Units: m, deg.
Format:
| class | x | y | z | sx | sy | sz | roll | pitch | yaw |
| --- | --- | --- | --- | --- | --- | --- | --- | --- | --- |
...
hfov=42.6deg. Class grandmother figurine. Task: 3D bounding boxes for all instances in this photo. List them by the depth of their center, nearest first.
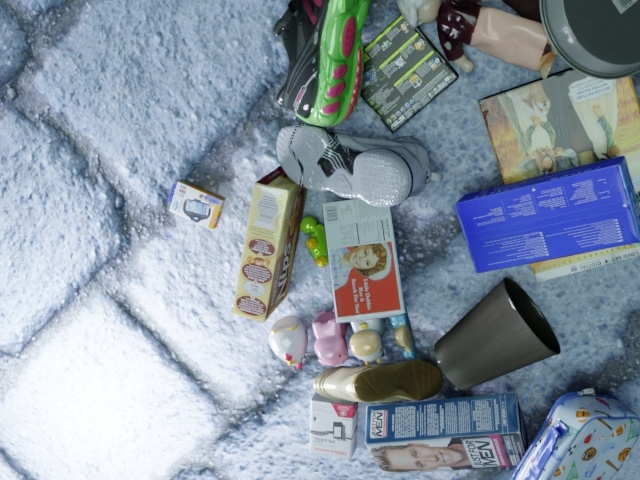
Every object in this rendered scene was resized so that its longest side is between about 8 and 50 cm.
| class | x | y | z | sx | sy | sz | roll | pitch | yaw |
| --- | --- | --- | --- | --- | --- | --- | --- | --- | --- |
| grandmother figurine | 0.315 | -0.434 | 1.664 | 0.342 | 0.104 | 0.208 | 24 | 129 | 7 |

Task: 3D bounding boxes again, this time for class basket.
| class | x | y | z | sx | sy | sz | roll | pitch | yaw |
| --- | --- | --- | --- | --- | --- | --- | --- | --- | --- |
| basket | 0.380 | 0.224 | 1.833 | 0.227 | 0.154 | 0.204 | -37 | 93 | 24 |

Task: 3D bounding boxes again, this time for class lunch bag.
| class | x | y | z | sx | sy | sz | roll | pitch | yaw |
| --- | --- | --- | --- | --- | --- | --- | --- | --- | --- |
| lunch bag | 0.559 | 0.467 | 1.814 | 0.243 | 0.115 | 0.304 | 9 | 112 | -34 |

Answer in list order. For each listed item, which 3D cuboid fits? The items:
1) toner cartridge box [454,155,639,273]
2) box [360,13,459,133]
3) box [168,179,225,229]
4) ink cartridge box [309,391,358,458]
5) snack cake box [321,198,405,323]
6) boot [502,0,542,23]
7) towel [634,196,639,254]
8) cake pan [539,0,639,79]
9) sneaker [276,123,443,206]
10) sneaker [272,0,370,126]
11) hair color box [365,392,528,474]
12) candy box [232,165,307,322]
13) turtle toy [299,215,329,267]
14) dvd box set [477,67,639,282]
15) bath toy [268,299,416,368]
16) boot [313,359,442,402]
| class | x | y | z | sx | sy | sz | roll | pitch | yaw |
| --- | --- | --- | --- | --- | --- | --- | --- | --- | --- |
| toner cartridge box | 0.466 | -0.048 | 1.686 | 0.347 | 0.075 | 0.165 | -13 | 104 | 31 |
| box | 0.170 | -0.360 | 1.772 | 0.190 | 0.045 | 0.184 | -40 | 91 | 22 |
| box | -0.305 | -0.090 | 1.979 | 0.136 | 0.028 | 0.081 | 22 | 110 | 5 |
| ink cartridge box | 0.033 | 0.457 | 2.031 | 0.109 | 0.063 | 0.151 | 5 | 107 | 13 |
| snack cake box | 0.093 | 0.042 | 1.815 | 0.152 | 0.089 | 0.265 | -7 | 80 | 0 |
| boot | 0.393 | -0.491 | 1.656 | 0.248 | 0.090 | 0.207 | -19 | 115 | 35 |
| towel | 0.790 | 0.011 | 1.678 | 0.247 | 0.038 | 0.325 | -33 | 100 | 4 |
| cake pan | 0.563 | -0.458 | 1.566 | 0.293 | 0.054 | 0.293 | -1 | 94 | -13 |
| sneaker | 0.086 | -0.170 | 1.791 | 0.365 | 0.210 | 0.138 | 22 | 112 | 35 |
| sneaker | -0.001 | -0.486 | 1.701 | 0.202 | 0.185 | 0.483 | 15 | 98 | 28 |
| hair color box | 0.291 | 0.449 | 1.886 | 0.347 | 0.105 | 0.174 | -8 | 138 | 17 |
| candy box | -0.111 | 0.006 | 1.874 | 0.087 | 0.183 | 0.317 | 16 | 109 | 10 |
| turtle toy | 0.000 | 0.000 | 1.901 | 0.130 | 0.095 | 0.066 | 60 | 153 | -7 |
| dvd box set | 0.540 | -0.147 | 1.728 | 0.307 | 0.062 | 0.421 | -16 | 101 | 18 |
| bath toy | 0.045 | 0.235 | 1.924 | 0.348 | 0.151 | 0.129 | -10 | 111 | 20 |
| boot | 0.135 | 0.336 | 1.944 | 0.203 | 0.261 | 0.095 | -15 | 79 | 57 |
